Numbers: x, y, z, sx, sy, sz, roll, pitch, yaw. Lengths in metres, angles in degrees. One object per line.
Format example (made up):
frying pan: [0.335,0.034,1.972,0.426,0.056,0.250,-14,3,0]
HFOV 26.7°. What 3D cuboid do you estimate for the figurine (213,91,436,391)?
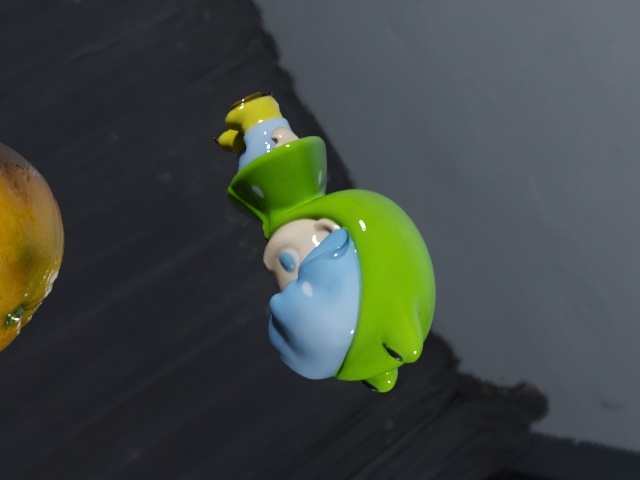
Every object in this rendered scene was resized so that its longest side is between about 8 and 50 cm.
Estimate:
figurine: [0.000,0.000,1.123,0.263,0.143,0.162,60,153,15]

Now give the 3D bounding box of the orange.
orange: [-0.335,0.022,1.211,0.171,0.240,0.240,40,150,7]
